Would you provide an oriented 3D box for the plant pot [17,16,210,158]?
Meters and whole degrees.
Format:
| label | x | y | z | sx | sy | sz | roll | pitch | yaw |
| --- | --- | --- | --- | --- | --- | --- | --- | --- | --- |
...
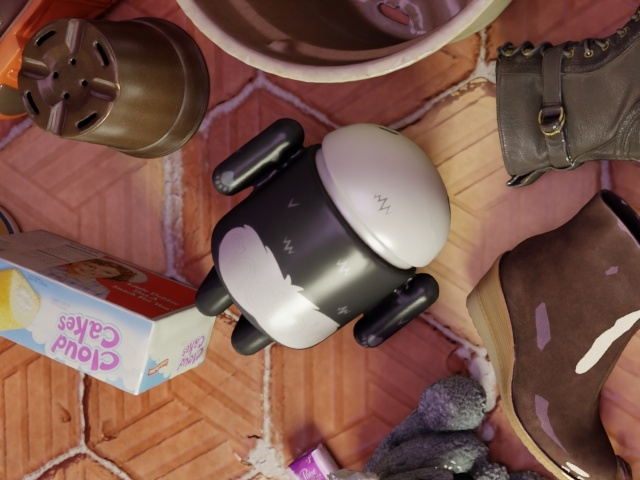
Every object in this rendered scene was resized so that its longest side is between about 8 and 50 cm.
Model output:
| label | x | y | z | sx | sy | sz | roll | pitch | yaw |
| --- | --- | --- | --- | --- | --- | --- | --- | --- | --- |
| plant pot | -0.233 | -0.174 | 1.089 | 0.167 | 0.165 | 0.167 | 2 | 94 | 21 |

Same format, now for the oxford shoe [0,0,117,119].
| label | x | y | z | sx | sy | sz | roll | pitch | yaw |
| --- | --- | --- | --- | --- | --- | --- | --- | --- | --- |
| oxford shoe | -0.306 | -0.313 | 1.128 | 0.363 | 0.130 | 0.132 | -46 | 71 | 17 |

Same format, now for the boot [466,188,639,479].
| label | x | y | z | sx | sy | sz | roll | pitch | yaw |
| --- | --- | --- | --- | --- | --- | --- | --- | --- | --- |
| boot | 0.259 | 0.101 | 0.937 | 0.207 | 0.090 | 0.248 | -42 | 71 | 42 |

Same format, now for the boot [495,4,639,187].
| label | x | y | z | sx | sy | sz | roll | pitch | yaw |
| --- | --- | --- | --- | --- | --- | --- | --- | --- | --- |
| boot | 0.257 | -0.175 | 0.916 | 0.229 | 0.091 | 0.263 | 8 | 95 | 47 |

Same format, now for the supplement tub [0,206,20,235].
| label | x | y | z | sx | sy | sz | roll | pitch | yaw |
| --- | --- | --- | --- | --- | --- | --- | --- | --- | --- |
| supplement tub | -0.467 | 0.023 | 1.174 | 0.144 | 0.200 | 0.144 | 2 | 96 | 21 |

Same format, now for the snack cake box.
| label | x | y | z | sx | sy | sz | roll | pitch | yaw |
| --- | --- | --- | --- | --- | --- | --- | --- | --- | --- |
| snack cake box | -0.271 | 0.073 | 1.131 | 0.264 | 0.152 | 0.089 | 19 | 102 | 19 |

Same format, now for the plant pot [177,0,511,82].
| label | x | y | z | sx | sy | sz | roll | pitch | yaw |
| --- | --- | --- | --- | --- | --- | --- | --- | --- | --- |
| plant pot | 0.063 | -0.299 | 0.891 | 0.334 | 0.305 | 0.333 | 2 | 95 | 21 |

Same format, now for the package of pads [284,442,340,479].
| label | x | y | z | sx | sy | sz | roll | pitch | yaw |
| --- | --- | --- | --- | --- | --- | --- | --- | --- | --- |
| package of pads | 0.004 | 0.275 | 1.109 | 0.050 | 0.032 | 0.083 | -37 | 82 | 17 |

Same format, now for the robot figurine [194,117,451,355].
| label | x | y | z | sx | sy | sz | roll | pitch | yaw |
| --- | --- | --- | --- | --- | --- | --- | --- | --- | --- |
| robot figurine | 0.002 | 0.001 | 1.015 | 0.278 | 0.209 | 0.173 | -38 | 51 | 20 |

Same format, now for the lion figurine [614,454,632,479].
| label | x | y | z | sx | sy | sz | roll | pitch | yaw |
| --- | --- | --- | --- | --- | --- | --- | --- | --- | --- |
| lion figurine | 0.366 | 0.421 | 0.946 | 0.392 | 0.142 | 0.240 | 47 | 116 | 28 |

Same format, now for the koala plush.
| label | x | y | z | sx | sy | sz | roll | pitch | yaw |
| --- | --- | --- | --- | --- | --- | --- | --- | --- | --- |
| koala plush | 0.100 | 0.273 | 0.971 | 0.203 | 0.221 | 0.196 | -40 | 81 | 19 |
